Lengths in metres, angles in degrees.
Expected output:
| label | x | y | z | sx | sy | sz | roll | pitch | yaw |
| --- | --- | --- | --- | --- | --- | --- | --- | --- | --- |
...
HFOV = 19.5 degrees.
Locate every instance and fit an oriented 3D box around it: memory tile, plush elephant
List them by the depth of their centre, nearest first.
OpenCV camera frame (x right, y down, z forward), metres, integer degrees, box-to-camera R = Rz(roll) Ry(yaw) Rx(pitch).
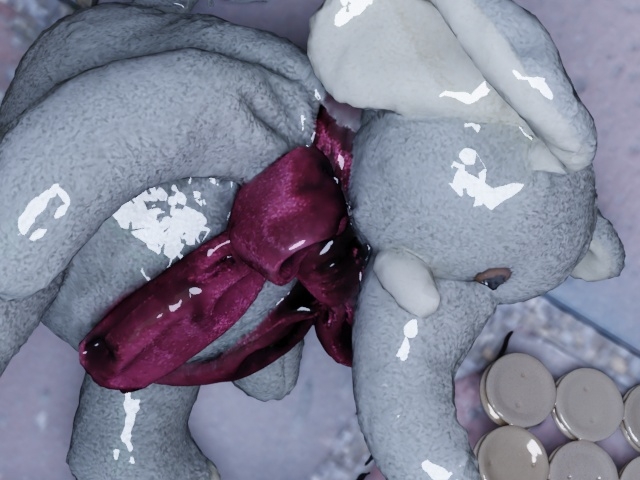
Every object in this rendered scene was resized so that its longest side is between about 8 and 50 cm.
| label | x | y | z | sx | sy | sz | roll | pitch | yaw |
| --- | --- | --- | --- | --- | --- | --- | --- | --- | --- |
| plush elephant | 0.000 | 0.000 | 0.785 | 0.255 | 0.272 | 0.330 | 14 | 79 | 26 |
| memory tile | 0.123 | 0.132 | 0.889 | 0.113 | 0.012 | 0.148 | 12 | 70 | -16 |

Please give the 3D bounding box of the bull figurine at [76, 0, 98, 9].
| label | x | y | z | sx | sy | sz | roll | pitch | yaw |
| --- | --- | --- | --- | --- | --- | --- | --- | --- | --- |
| bull figurine | -0.212 | -0.077 | 0.866 | 0.188 | 0.101 | 0.310 | 15 | 104 | -2 |
